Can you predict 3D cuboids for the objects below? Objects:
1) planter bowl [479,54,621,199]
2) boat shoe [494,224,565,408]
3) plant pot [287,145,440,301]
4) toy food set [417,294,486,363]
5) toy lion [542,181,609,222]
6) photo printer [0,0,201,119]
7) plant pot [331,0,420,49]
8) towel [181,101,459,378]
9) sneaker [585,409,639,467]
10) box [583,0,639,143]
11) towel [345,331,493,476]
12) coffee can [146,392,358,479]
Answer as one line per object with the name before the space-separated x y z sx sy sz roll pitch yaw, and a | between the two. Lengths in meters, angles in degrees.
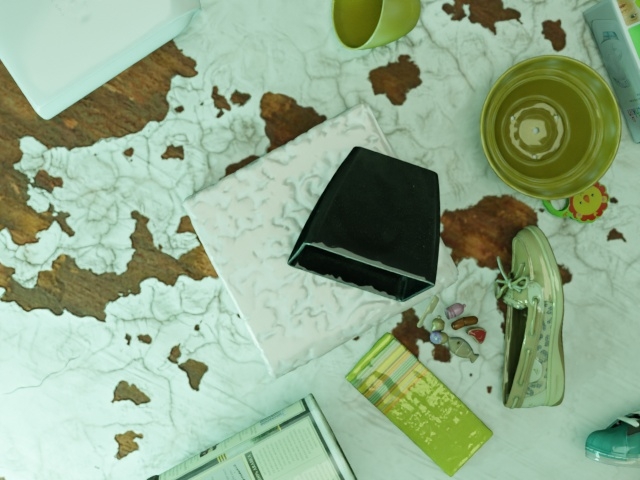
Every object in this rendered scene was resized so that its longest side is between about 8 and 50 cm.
planter bowl | 0.341 -0.171 1.587 0.217 0.090 0.217 0 93 -4
boat shoe | 0.317 0.121 1.593 0.089 0.104 0.285 -6 94 -7
plant pot | 0.073 -0.028 1.486 0.188 0.187 0.167 17 77 -6
toy food set | 0.213 0.137 1.608 0.122 0.019 0.078 29 93 -23
toy lion | 0.401 -0.068 1.630 0.100 0.034 0.096 -26 102 -3
photo printer | -0.346 -0.363 1.512 0.307 0.107 0.256 -33 95 -2
plant pot | 0.092 -0.348 1.551 0.095 0.134 0.134 0 93 -34
towel | 0.000 0.000 1.587 0.331 0.053 0.317 -28 94 -3
sneaker | 0.552 0.280 1.625 0.302 0.108 0.121 -5 92 -13
box | 0.576 -0.302 1.586 0.262 0.127 0.231 -22 92 -4
towel | 0.156 0.258 1.630 0.237 0.021 0.102 44 94 -6
coffee can | -0.088 0.376 1.521 0.275 0.201 0.202 -27 95 -3
